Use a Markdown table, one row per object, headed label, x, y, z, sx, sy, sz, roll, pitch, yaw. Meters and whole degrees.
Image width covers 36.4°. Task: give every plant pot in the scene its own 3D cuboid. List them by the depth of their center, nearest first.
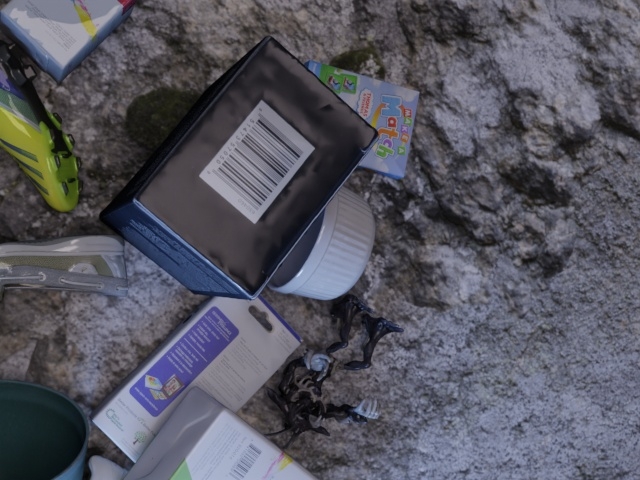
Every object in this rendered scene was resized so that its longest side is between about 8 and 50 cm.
| label | x | y | z | sx | sy | sz | roll | pitch | yaw |
| --- | --- | --- | --- | --- | --- | --- | --- | --- | --- |
| plant pot | -0.481 | 0.361 | 1.397 | 0.293 | 0.293 | 0.196 | -2 | 115 | -18 |

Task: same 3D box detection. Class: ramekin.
| label | x | y | z | sx | sy | sz | roll | pitch | yaw |
| --- | --- | --- | --- | --- | --- | --- | --- | --- | --- |
| ramekin | 0.000 | 0.000 | 1.596 | 0.109 | 0.207 | 0.207 | 22 | 81 | -25 |

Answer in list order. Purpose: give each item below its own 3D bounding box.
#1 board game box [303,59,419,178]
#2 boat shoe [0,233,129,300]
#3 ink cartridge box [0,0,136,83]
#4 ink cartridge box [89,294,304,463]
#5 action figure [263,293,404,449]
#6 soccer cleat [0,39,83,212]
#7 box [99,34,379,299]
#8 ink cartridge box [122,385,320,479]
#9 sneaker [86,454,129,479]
| label | x | y | z | sx | sy | sz | roll | pitch | yaw |
| --- | --- | --- | --- | --- | --- | --- | --- | --- | --- |
| board game box | 0.059 | -0.210 | 1.706 | 0.211 | 0.039 | 0.160 | 13 | 83 | -18 |
| boat shoe | -0.454 | 0.056 | 1.487 | 0.320 | 0.118 | 0.103 | -7 | 85 | -25 |
| ink cartridge box | -0.392 | -0.355 | 1.517 | 0.127 | 0.128 | 0.176 | 43 | 75 | -12 |
| ink cartridge box | -0.199 | 0.224 | 1.588 | 0.332 | 0.065 | 0.165 | -44 | 101 | -14 |
| action figure | 0.019 | 0.230 | 1.621 | 0.164 | 0.141 | 0.276 | 39 | 75 | -25 |
| soccer cleat | -0.470 | -0.170 | 1.519 | 0.121 | 0.093 | 0.289 | -23 | 100 | 13 |
| box | -0.138 | -0.089 | 1.447 | 0.212 | 0.395 | 0.293 | 41 | 77 | -14 |
| ink cartridge box | -0.120 | 0.419 | 1.547 | 0.353 | 0.119 | 0.207 | 45 | 76 | -30 |
| sneaker | -0.387 | 0.437 | 1.513 | 0.115 | 0.090 | 0.232 | 36 | 68 | -7 |
